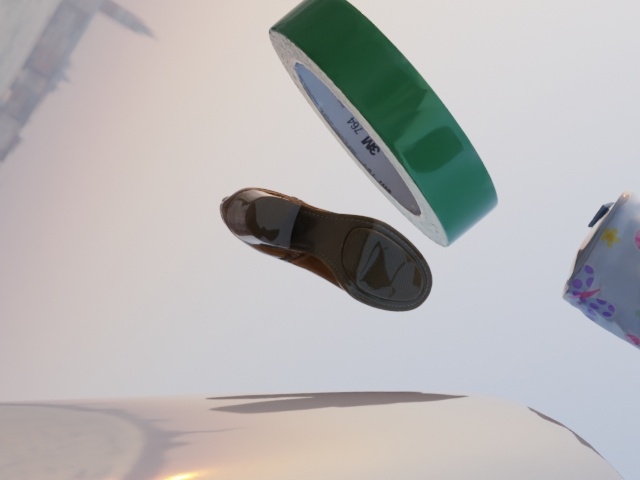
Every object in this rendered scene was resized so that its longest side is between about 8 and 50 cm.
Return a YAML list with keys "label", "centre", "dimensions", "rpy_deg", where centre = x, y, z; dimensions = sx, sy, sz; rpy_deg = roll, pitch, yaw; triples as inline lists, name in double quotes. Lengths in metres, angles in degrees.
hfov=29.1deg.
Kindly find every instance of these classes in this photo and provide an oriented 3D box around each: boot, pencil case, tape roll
- label: "boot"
  centre: [0.000, 0.000, 1.146]
  dimensions: [0.073, 0.197, 0.152]
  rpy_deg: [-63, -165, -3]
- label: "pencil case"
  centre: [0.345, 0.065, 1.062]
  dimensions: [0.124, 0.273, 0.113]
  rpy_deg: [-53, 168, -34]
- label: "tape roll"
  centre: [0.069, -0.137, 1.406]
  dimensions: [0.077, 0.321, 0.321]
  rpy_deg: [-40, -164, -3]

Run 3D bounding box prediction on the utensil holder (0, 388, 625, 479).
- label: "utensil holder"
  centre: [-0.054, 0.221, 0.544]
  dimensions: [0.327, 0.385, 0.327]
  rpy_deg: [-3, -93, 47]
